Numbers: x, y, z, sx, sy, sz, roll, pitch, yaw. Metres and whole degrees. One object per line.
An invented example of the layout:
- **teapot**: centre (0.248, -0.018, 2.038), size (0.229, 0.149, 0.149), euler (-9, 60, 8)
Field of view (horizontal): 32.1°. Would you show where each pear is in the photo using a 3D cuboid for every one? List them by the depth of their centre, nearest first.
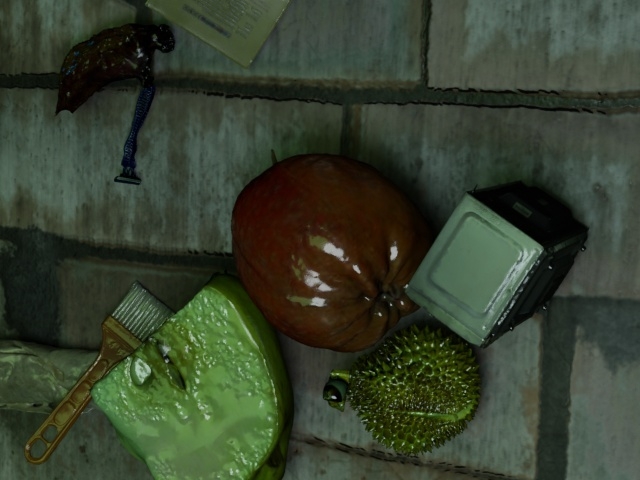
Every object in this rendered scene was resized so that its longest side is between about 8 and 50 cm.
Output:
- **pear**: centre (-0.137, 0.221, 1.558), size (0.286, 0.176, 0.282), euler (-42, 83, 16)

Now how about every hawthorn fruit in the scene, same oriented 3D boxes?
- **hawthorn fruit**: centre (0.012, 0.015, 1.414), size (0.262, 0.258, 0.258), euler (9, 101, 37)

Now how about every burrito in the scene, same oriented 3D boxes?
- **burrito**: centre (-0.466, 0.218, 1.772), size (0.392, 0.076, 0.117), euler (1, 92, 24)

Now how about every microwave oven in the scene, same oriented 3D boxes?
- **microwave oven**: centre (0.220, 0.026, 1.327), size (0.129, 0.205, 0.163), euler (38, 113, 18)

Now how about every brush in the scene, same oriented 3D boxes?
- **brush**: centre (-0.344, 0.210, 1.677), size (0.090, 0.017, 0.314), euler (37, 88, 17)

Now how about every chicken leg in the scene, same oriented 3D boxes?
- **chicken leg**: centre (-0.311, -0.259, 1.637), size (0.234, 0.063, 0.105), euler (-14, 72, 28)

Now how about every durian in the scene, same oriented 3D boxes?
- **durian**: centre (0.120, 0.193, 1.441), size (0.198, 0.146, 0.159), euler (-31, 98, 34)

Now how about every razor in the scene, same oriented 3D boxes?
- **razor**: centre (-0.274, -0.160, 1.653), size (0.028, 0.044, 0.154), euler (31, 110, 48)

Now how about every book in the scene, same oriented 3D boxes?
- **book**: centre (-0.121, -0.353, 1.511), size (0.168, 0.013, 0.192), euler (32, 113, -11)
